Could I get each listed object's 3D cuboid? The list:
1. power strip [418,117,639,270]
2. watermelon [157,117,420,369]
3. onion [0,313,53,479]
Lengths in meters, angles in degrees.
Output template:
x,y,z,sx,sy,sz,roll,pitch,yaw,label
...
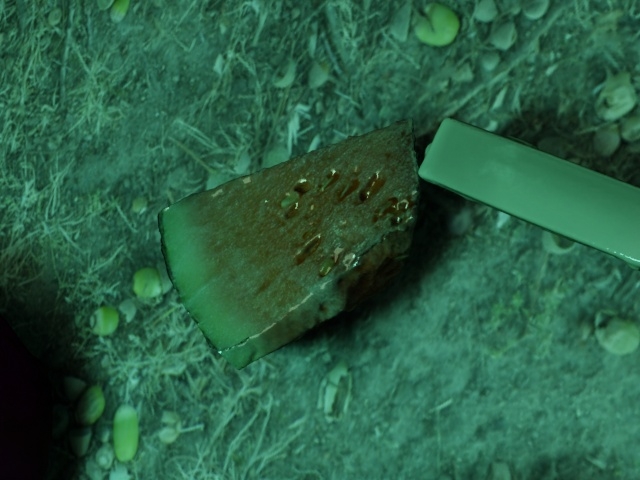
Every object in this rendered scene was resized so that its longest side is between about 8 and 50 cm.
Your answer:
x,y,z,sx,sy,sz,roll,pitch,yaw,label
0.228,-0.016,1.136,0.385,0.091,0.062,26,95,39,power strip
0.000,0.000,1.301,0.256,0.140,0.193,-34,56,17,watermelon
-0.506,0.174,1.461,0.398,0.420,0.398,-19,58,35,onion
